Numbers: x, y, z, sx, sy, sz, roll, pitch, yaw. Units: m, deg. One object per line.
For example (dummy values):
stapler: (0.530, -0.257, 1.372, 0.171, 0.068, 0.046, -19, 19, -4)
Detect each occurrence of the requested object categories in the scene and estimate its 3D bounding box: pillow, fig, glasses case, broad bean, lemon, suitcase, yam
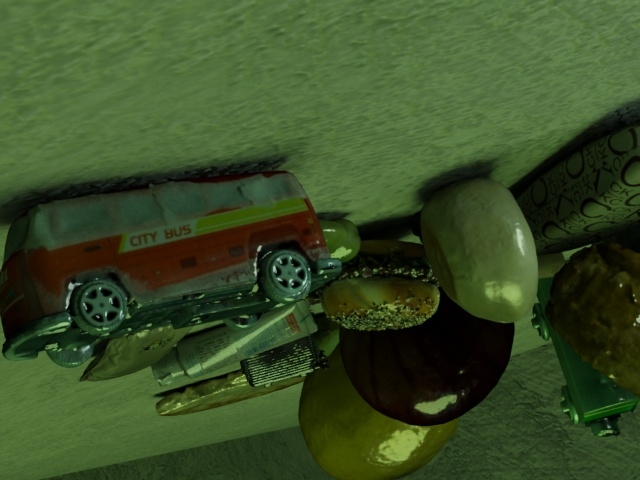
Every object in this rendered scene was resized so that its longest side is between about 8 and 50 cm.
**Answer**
pillow: (-0.231, 0.138, 1.575, 0.131, 0.038, 0.233, -13, 166, -29)
fig: (0.137, 0.128, 1.608, 0.235, 0.235, 0.214, -13, 131, -16)
glasses case: (0.301, -0.053, 1.279, 0.137, 0.085, 0.355, -10, 168, -19)
broad bean: (0.000, 0.000, 1.238, 0.083, 0.045, 0.063, 2, 159, -35)
lemon: (0.104, 0.278, 2.121, 0.285, 0.285, 0.316, -6, 122, -39)
suitcase: (-0.059, 0.160, 1.780, 0.126, 0.086, 0.059, -15, -166, -2)
yam: (-0.032, 0.159, 1.858, 0.147, 0.069, 0.070, -15, 168, 1)

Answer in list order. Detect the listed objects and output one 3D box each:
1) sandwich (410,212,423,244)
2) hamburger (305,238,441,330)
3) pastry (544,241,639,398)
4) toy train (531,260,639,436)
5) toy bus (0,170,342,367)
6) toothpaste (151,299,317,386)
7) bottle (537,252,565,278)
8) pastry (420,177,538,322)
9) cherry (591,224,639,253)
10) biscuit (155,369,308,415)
sandwich: (0.144, -0.014, 1.388, 0.067, 0.029, 0.135, -22, 166, 32)
hamburger: (0.065, 0.054, 1.384, 0.164, 0.093, 0.189, 2, 169, -9)
pastry: (0.352, 0.101, 1.334, 0.240, 0.132, 0.235, 36, -179, -29)
toy train: (0.449, 0.184, 2.079, 0.120, 0.300, 0.202, -15, 159, -1)
toy bus: (-0.126, 0.018, 0.961, 0.265, 0.119, 0.121, -10, 167, -28)
toothpaste: (-0.122, 0.145, 1.711, 0.234, 0.057, 0.089, -19, 145, 2)
bottle: (0.316, 0.037, 1.817, 0.096, 0.045, 0.045, -8, 166, -29)
pastry: (0.161, 0.012, 1.239, 0.092, 0.156, 0.156, -22, 168, -3)
cherry: (0.486, 0.027, 1.575, 0.296, 0.218, 0.255, -1, 168, -34)
biscuit: (-0.150, 0.277, 2.312, 0.309, 0.040, 0.204, -16, 168, 3)
